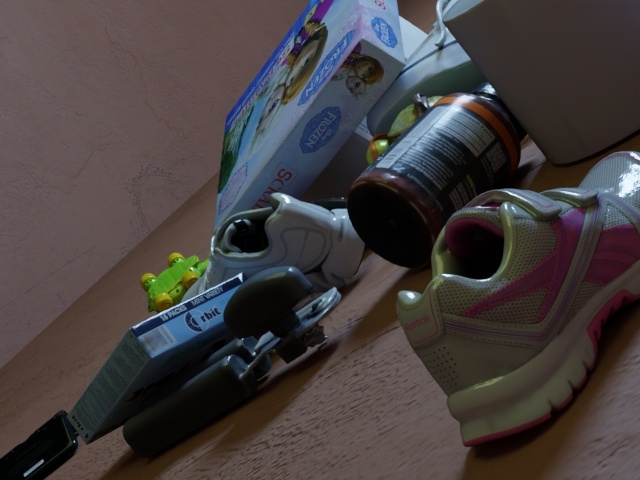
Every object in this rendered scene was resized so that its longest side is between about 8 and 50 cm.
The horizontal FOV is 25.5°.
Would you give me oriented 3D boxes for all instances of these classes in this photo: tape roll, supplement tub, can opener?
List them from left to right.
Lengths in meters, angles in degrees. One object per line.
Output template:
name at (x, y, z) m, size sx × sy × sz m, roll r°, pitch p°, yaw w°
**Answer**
can opener at (-0.090, 0.112, 1.345) m, size 0.280 × 0.093 × 0.074 m, roll -39°, pitch 6°, yaw 31°
supplement tub at (0.119, -0.069, 1.337) m, size 0.198 × 0.106 × 0.106 m, roll -44°, pitch 11°, yaw -33°
tape roll at (0.255, -0.206, 1.273) m, size 0.246 × 0.169 × 0.246 m, roll -37°, pitch 10°, yaw 7°

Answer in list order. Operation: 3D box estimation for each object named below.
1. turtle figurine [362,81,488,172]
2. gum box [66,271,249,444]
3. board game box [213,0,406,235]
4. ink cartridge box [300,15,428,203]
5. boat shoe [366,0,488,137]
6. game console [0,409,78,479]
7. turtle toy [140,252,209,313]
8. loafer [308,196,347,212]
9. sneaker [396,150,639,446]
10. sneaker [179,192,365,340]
turtle figurine at (0.135, -0.127, 1.553) m, size 0.217 × 0.087 × 0.269 m, roll -27°, pitch -5°, yaw 11°
gum box at (-0.158, 0.121, 1.440) m, size 0.157 × 0.041 × 0.184 m, roll -27°, pitch -16°, yaw -43°
board game box at (-0.018, -0.184, 1.776) m, size 0.318 × 0.066 × 0.318 m, roll -52°, pitch 20°, yaw 25°
ink cartridge box at (0.044, -0.170, 1.868) m, size 0.172 × 0.100 × 0.237 m, roll -40°, pitch 24°, yaw 46°
boat shoe at (0.194, -0.257, 1.666) m, size 0.367 × 0.136 × 0.156 m, roll -36°, pitch 51°, yaw 10°
game console at (-0.341, 0.274, 1.753) m, size 0.122 × 0.071 × 0.107 m, roll -39°, pitch 39°, yaw 3°
turtle toy at (-0.191, 0.064, 2.012) m, size 0.130 × 0.066 × 0.095 m, roll -37°, pitch 32°, yaw -5°
loafer at (0.000, 0.000, 1.610) m, size 0.080 × 0.078 × 0.220 m, roll -1°, pitch -10°, yaw -44°
sneaker at (0.137, 0.007, 0.869) m, size 0.103 × 0.111 × 0.252 m, roll -29°, pitch 13°, yaw 47°
sneaker at (-0.079, 0.025, 1.532) m, size 0.292 × 0.118 × 0.110 m, roll -32°, pitch 45°, yaw 45°
